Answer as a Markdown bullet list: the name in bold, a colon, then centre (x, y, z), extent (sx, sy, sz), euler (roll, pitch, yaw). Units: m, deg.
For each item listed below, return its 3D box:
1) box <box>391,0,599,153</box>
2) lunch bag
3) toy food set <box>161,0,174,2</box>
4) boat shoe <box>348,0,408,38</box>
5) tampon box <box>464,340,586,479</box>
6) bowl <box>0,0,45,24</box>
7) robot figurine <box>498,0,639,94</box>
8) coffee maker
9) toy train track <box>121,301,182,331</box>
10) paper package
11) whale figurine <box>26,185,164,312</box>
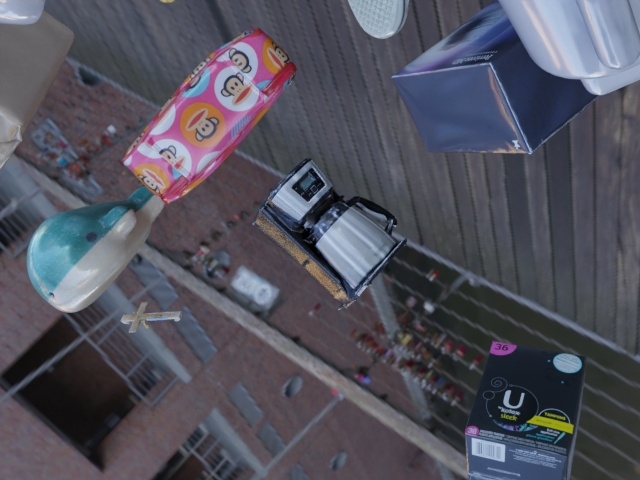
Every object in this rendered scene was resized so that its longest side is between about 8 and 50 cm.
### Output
- **box**: centre (0.340, -0.305, 1.405), extent (0.183, 0.294, 0.296), euler (58, 160, -21)
- **lunch bag**: centre (-0.173, -0.199, 1.232), extent (0.120, 0.293, 0.258), euler (44, -176, -13)
- **toy food set**: centre (-0.285, -0.505, 1.409), extent (0.218, 0.128, 0.071), euler (67, -169, 22)
- **boat shoe**: centre (0.136, -0.682, 1.688), extent (0.186, 0.155, 0.501), euler (-12, 84, 51)
- **tampon box**: centre (0.256, 0.222, 0.976), extent (0.120, 0.161, 0.102), euler (7, 130, 21)
- **bowl**: centre (-0.331, -0.277, 0.737), extent (0.141, 0.053, 0.142), euler (12, 112, 12)
- **robot figurine**: centre (0.273, -0.314, 0.829), extent (0.199, 0.300, 0.353), euler (-25, 136, 24)
- **coffee maker**: centre (0.000, 0.000, 1.059), extent (0.178, 0.120, 0.171), euler (43, 128, 4)
- **toy train track**: centre (-0.207, 0.097, 0.972), extent (0.083, 0.048, 0.014), euler (-6, 133, 21)
- **paper package**: centre (-0.536, -0.260, 1.085), extent (0.309, 0.168, 0.325), euler (36, -153, -24)
- **whale figurine**: centre (-0.367, -0.010, 1.293), extent (0.141, 0.272, 0.216), euler (41, 140, -6)
